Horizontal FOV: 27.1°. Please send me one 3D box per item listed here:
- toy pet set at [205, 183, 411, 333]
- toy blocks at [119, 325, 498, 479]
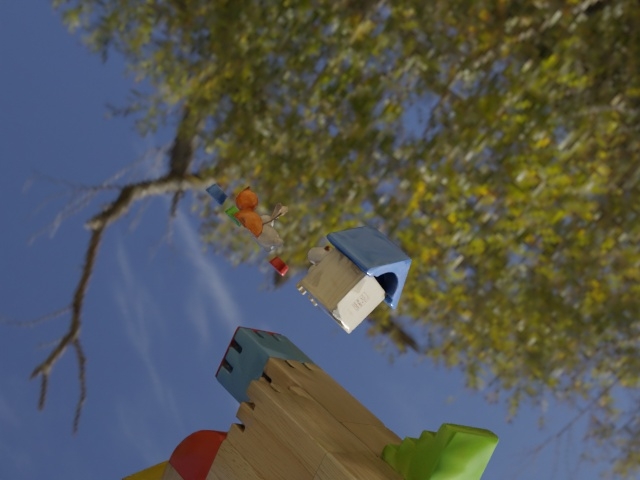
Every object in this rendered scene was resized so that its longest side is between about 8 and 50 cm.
[{"bbox_3d":[0.000,0.000,0.908,0.114,0.065,0.122,41,174,34],"label":"toy pet set"},{"bbox_3d":[-0.062,0.238,0.975,0.191,0.381,0.261,14,-165,-40],"label":"toy blocks"}]
